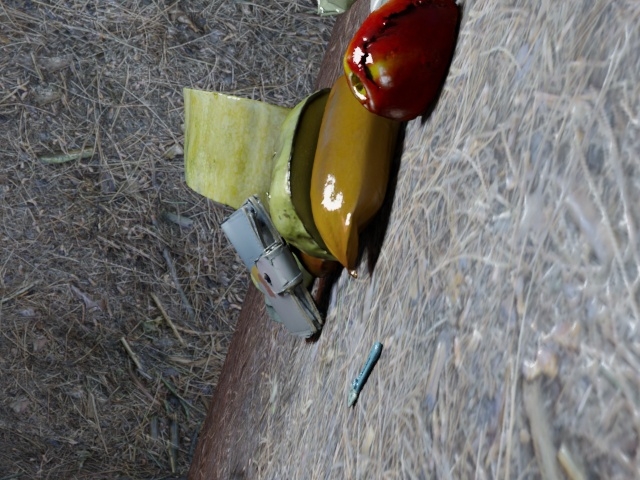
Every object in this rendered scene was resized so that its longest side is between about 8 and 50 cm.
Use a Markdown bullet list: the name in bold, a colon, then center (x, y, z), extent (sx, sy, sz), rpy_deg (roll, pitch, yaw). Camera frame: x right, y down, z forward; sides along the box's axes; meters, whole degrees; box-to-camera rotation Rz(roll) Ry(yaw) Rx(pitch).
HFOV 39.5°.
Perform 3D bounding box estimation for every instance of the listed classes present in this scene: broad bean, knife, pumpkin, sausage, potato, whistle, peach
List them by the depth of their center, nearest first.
- **knife**: center (0.045, 0.141, 0.953), extent (0.027, 0.010, 0.096), rpy_deg (-82, 12, -51)
- **peach**: center (0.105, -0.227, 1.060), extent (0.172, 0.127, 0.092), rpy_deg (-48, -2, -3)
- **sausage**: center (0.043, -0.093, 1.172), extent (0.112, 0.112, 0.328), rpy_deg (118, 165, -56)
- **potato**: center (-0.017, -0.092, 1.276), extent (0.111, 0.160, 0.271), rpy_deg (-21, 47, 41)
- **broad bean**: center (0.000, 0.000, 1.382), extent (0.165, 0.085, 0.114), rpy_deg (-139, 47, -75)
- **pumpkin**: center (-0.099, -0.148, 1.572), extent (0.332, 0.332, 0.199), rpy_deg (-138, 61, -82)
- **whistle**: center (-0.068, 0.072, 1.659), extent (0.223, 0.123, 0.122), rpy_deg (92, -173, -49)

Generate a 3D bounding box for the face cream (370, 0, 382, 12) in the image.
- **face cream**: center (0.119, -0.390, 1.393), extent (0.269, 0.082, 0.082), rpy_deg (-82, 11, -59)

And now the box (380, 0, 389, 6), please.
- **box**: center (0.181, -0.500, 1.153), extent (0.373, 0.091, 0.367), rpy_deg (115, 168, -45)

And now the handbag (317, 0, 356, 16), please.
- **handbag**: center (0.089, -0.531, 1.505), extent (0.253, 0.109, 0.316), rpy_deg (-47, -6, -10)

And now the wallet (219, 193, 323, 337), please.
- **wallet**: center (-0.069, 0.043, 1.405), extent (0.069, 0.231, 0.170), rpy_deg (-33, 2, -18)
